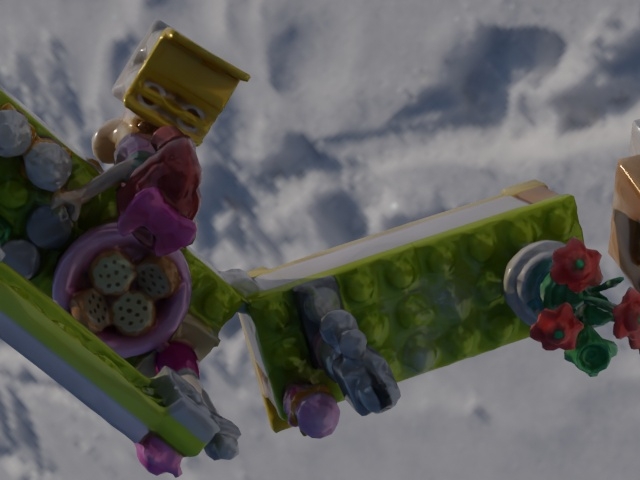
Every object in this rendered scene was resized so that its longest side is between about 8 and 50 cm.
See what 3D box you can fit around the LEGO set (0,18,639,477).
[{"bbox_3d":[0.000,0.000,0.383,0.287,0.132,0.107,18,-173,-17],"label":"LEGO set"}]
